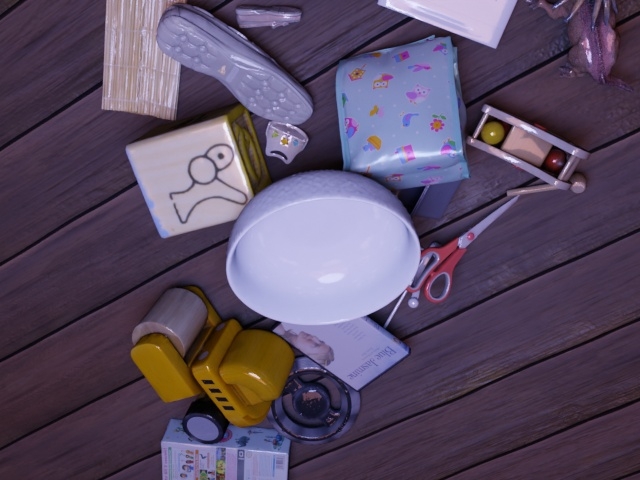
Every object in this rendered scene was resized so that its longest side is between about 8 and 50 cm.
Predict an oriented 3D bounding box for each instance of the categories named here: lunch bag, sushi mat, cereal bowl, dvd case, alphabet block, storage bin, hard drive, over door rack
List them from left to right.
[{"bbox_3d":[-0.335,-0.394,1.160,0.151,0.019,0.317,11,111,1],"label":"sushi mat"},{"bbox_3d":[-0.221,-0.138,1.161,0.197,0.193,0.193,-14,111,9],"label":"alphabet block"},{"bbox_3d":[0.000,0.000,1.089,0.338,0.141,0.339,-4,137,-4],"label":"cereal bowl"},{"bbox_3d":[0.041,0.213,1.300,0.253,0.022,0.180,37,123,-13],"label":"dvd case"},{"bbox_3d":[0.076,0.097,1.280,0.239,0.108,0.324,28,111,-6],"label":"over door rack"},{"bbox_3d":[0.147,-0.233,1.100,0.223,0.160,0.263,-8,72,18],"label":"lunch bag"},{"bbox_3d":[0.212,-0.108,1.206,0.091,0.098,0.135,13,114,-31],"label":"storage bin"},{"bbox_3d":[0.269,-0.545,1.047,0.232,0.047,0.353,19,112,-4],"label":"hard drive"}]

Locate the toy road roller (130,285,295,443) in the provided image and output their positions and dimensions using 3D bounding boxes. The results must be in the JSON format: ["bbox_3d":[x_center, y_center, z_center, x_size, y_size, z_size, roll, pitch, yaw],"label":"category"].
[{"bbox_3d":[-0.207,0.245,1.282,0.240,0.202,0.330,-22,112,25],"label":"toy road roller"}]

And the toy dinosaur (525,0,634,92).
[{"bbox_3d":[0.459,-0.356,1.026,0.127,0.200,0.296,-25,108,13],"label":"toy dinosaur"}]

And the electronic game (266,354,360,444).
[{"bbox_3d":[-0.021,0.375,1.425,0.229,0.048,0.230,0,104,2],"label":"electronic game"}]

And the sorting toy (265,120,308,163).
[{"bbox_3d":[-0.074,-0.193,1.213,0.083,0.045,0.075,23,118,-6],"label":"sorting toy"}]

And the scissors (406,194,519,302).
[{"bbox_3d":[0.281,-0.003,1.218,0.109,0.021,0.297,38,90,-15],"label":"scissors"}]

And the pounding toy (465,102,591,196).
[{"bbox_3d":[0.391,-0.137,1.141,0.269,0.154,0.155,23,111,-5],"label":"pounding toy"}]

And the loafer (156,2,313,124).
[{"bbox_3d":[-0.146,-0.329,1.126,0.319,0.112,0.112,31,135,-26],"label":"loafer"}]

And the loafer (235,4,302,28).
[{"bbox_3d":[-0.095,-0.412,1.130,0.125,0.045,0.039,7,129,8],"label":"loafer"}]

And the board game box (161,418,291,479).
[{"bbox_3d":[-0.229,0.566,1.490,0.303,0.097,0.224,5,111,0],"label":"board game box"}]
